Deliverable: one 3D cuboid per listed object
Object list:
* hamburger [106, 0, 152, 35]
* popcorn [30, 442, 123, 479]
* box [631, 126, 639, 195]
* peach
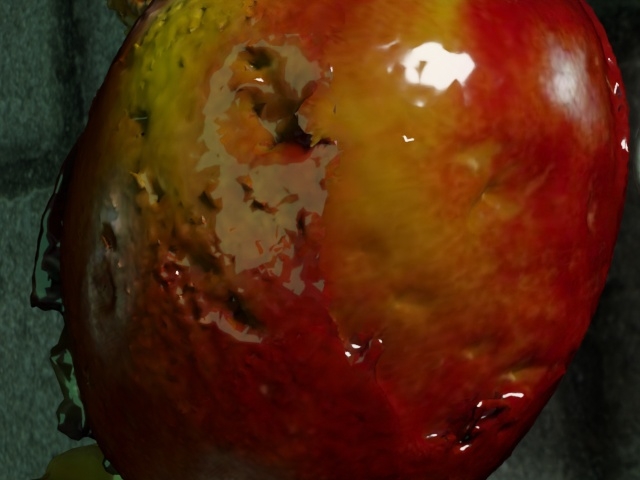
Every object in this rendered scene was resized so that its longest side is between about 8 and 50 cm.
[{"bbox_3d":[-0.022,-0.280,1.133,0.330,0.250,0.330,-4,84,42],"label":"hamburger"},{"bbox_3d":[-0.119,0.286,1.091,0.349,0.349,0.382,43,152,36],"label":"popcorn"},{"bbox_3d":[0.367,-0.043,0.797,0.312,0.182,0.175,29,106,41],"label":"box"},{"bbox_3d":[0.000,0.000,0.894,0.353,0.339,0.416,-99,28,-61],"label":"peach"}]
